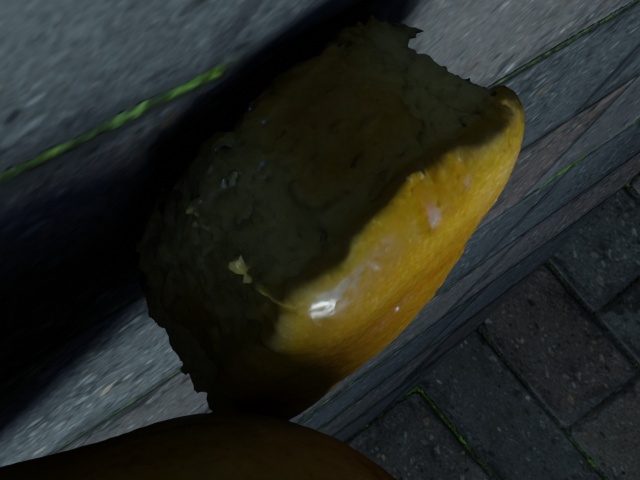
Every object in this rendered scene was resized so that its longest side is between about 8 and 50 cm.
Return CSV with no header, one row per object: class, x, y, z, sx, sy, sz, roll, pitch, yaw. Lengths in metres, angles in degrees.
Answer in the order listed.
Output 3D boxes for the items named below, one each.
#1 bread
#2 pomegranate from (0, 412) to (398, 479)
bread,0.000,0.000,0.778,0.174,0.121,0.245,-34,167,-22
pomegranate,-0.072,0.282,0.708,0.417,0.416,0.416,-39,170,-8
